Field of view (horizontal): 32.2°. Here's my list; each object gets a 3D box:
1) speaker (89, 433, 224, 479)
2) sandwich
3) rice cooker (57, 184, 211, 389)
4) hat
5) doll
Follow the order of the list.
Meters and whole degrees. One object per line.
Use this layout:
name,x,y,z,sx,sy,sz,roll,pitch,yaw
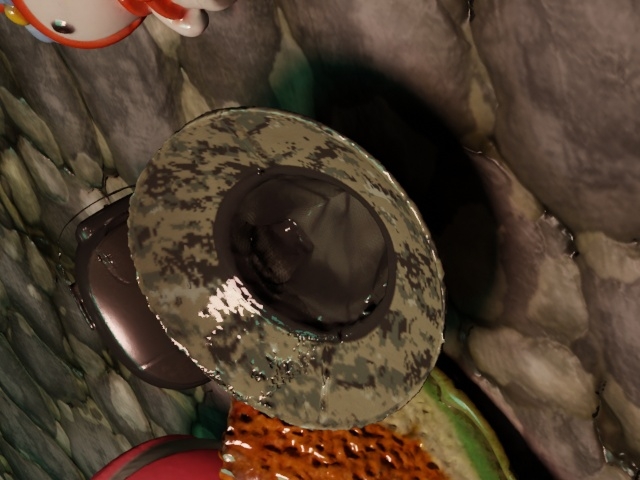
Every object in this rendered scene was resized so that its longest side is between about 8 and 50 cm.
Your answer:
speaker,-0.121,0.341,1.144,0.294,0.294,0.294,35,143,32
sandwich,0.028,0.177,0.865,0.292,0.212,0.109,25,158,15
rice cooker,-0.158,0.048,1.056,0.203,0.142,0.118,59,161,4
hat,0.000,0.000,0.799,0.266,0.128,0.265,19,128,27
doll,-0.188,-0.224,0.854,0.290,0.130,0.161,10,133,33
